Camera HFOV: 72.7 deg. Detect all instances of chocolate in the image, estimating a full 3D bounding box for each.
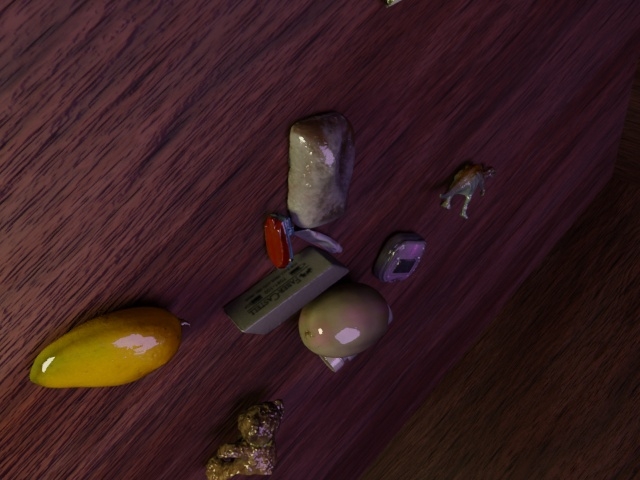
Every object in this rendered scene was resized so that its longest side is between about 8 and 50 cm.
[{"bbox_3d":[0.014,-0.159,1.088,0.185,0.100,0.303,-27,139,-33],"label":"chocolate"}]

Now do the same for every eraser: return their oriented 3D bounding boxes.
[{"bbox_3d":[-0.088,0.131,1.194,0.352,0.111,0.077,-35,137,-21],"label":"eraser"}]

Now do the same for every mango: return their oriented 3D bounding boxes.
[{"bbox_3d":[-0.433,0.230,0.924,0.317,0.119,0.176,-10,129,-30],"label":"mango"}]

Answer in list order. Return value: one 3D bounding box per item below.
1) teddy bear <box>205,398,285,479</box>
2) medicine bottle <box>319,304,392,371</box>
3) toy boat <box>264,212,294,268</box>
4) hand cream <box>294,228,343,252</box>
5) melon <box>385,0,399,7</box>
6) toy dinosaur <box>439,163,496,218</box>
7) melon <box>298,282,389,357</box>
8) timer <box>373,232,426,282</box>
[{"bbox_3d":[-0.252,0.660,1.435,0.296,0.222,0.246,-21,166,35],"label":"teddy bear"},{"bbox_3d":[0.126,0.337,1.578,0.296,0.111,0.161,-38,140,-17],"label":"medicine bottle"},{"bbox_3d":[-0.100,0.005,1.117,0.059,0.069,0.173,-37,136,-39],"label":"toy boat"},{"bbox_3d":[-0.001,0.002,1.238,0.052,0.038,0.216,-38,147,18],"label":"hand cream"},{"bbox_3d":[0.222,-0.601,0.940,0.093,0.139,0.202,-31,140,-59],"label":"melon"},{"bbox_3d":[0.509,-0.183,1.574,0.393,0.092,0.205,-4,121,-43],"label":"toy dinosaur"},{"bbox_3d":[0.080,0.247,1.367,0.317,0.223,0.223,-10,126,-41],"label":"melon"},{"bbox_3d":[0.289,0.063,1.564,0.208,0.069,0.191,-3,124,-46],"label":"timer"}]
